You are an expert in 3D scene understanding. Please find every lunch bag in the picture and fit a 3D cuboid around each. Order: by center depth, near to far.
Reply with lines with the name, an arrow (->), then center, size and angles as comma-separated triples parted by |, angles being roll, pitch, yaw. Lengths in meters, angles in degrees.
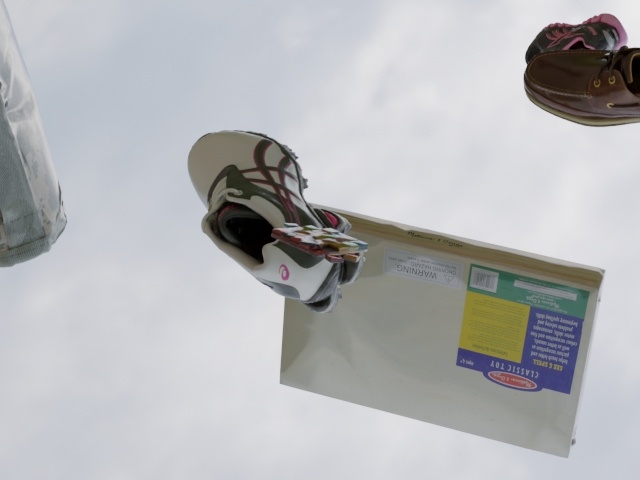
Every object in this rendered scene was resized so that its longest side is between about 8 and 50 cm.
lunch bag -> -0.298, -0.119, 1.184 | 0.169, 0.235, 0.287 | -22, -155, -24

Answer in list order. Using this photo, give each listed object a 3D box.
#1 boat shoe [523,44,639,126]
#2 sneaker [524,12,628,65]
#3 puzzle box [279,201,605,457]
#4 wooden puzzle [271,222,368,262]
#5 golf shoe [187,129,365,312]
boat shoe -> 0.235, -0.123, 1.239 | 0.178, 0.060, 0.064 | 14, -119, 31
sneaker -> 0.231, -0.178, 1.542 | 0.057, 0.047, 0.119 | -45, -162, -33
puzzle box -> 0.150, 0.117, 2.126 | 0.409, 0.272, 0.052 | 14, -148, 14
wooden puzzle -> 0.000, 0.000, 1.154 | 0.049, 0.006, 0.083 | -6, -158, -44
golf shoe -> -0.068, -0.038, 1.602 | 0.273, 0.120, 0.105 | 43, -70, 43
